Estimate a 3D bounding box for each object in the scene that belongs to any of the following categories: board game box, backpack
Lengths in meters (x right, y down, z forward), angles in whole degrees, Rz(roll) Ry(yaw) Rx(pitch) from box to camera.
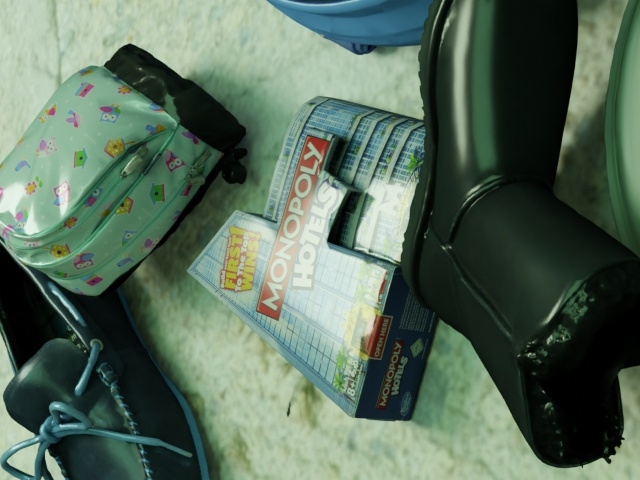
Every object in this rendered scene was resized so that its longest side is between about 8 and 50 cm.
[{"bbox_3d":[0.000,0.000,0.995,0.194,0.060,0.194,19,96,44],"label":"board game box"},{"bbox_3d":[-0.160,-0.051,1.099,0.182,0.115,0.152,-51,42,-3],"label":"backpack"}]

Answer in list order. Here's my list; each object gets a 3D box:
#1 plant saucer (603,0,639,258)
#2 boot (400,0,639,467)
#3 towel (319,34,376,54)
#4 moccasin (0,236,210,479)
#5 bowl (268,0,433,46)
[{"bbox_3d":[0.287,-0.083,0.700,0.400,0.100,0.400,-11,75,43],"label":"plant saucer"},{"bbox_3d":[0.125,-0.025,0.796,0.207,0.094,0.246,-129,44,-58],"label":"boot"},{"bbox_3d":[-0.011,-0.305,1.088,0.336,0.040,0.243,41,113,43],"label":"towel"},{"bbox_3d":[-0.197,0.120,1.126,0.138,0.117,0.342,-53,50,24],"label":"moccasin"},{"bbox_3d":[0.045,-0.322,0.940,0.391,0.077,0.391,-5,83,45],"label":"bowl"}]
